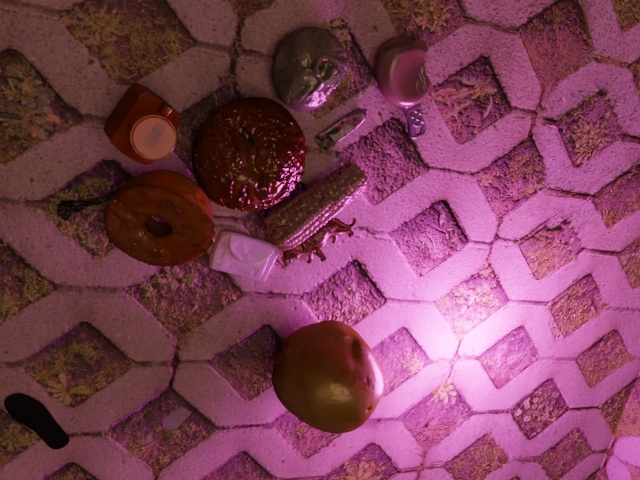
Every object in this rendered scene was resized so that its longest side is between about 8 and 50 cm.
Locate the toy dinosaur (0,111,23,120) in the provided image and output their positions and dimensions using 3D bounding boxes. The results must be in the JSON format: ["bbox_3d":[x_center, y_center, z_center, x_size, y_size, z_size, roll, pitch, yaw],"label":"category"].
[{"bbox_3d":[-0.838,-0.230,1.448,0.392,0.092,0.206,-14,117,-21],"label":"toy dinosaur"}]

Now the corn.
[{"bbox_3d":[-0.007,-0.094,1.882,0.335,0.126,0.127,-33,122,-11],"label":"corn"}]

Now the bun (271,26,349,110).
[{"bbox_3d":[-0.017,-0.427,1.728,0.203,0.126,0.213,-7,115,-20],"label":"bun"}]

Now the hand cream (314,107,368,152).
[{"bbox_3d":[0.061,-0.308,1.875,0.165,0.037,0.057,-37,122,0],"label":"hand cream"}]

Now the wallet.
[{"bbox_3d":[-0.211,0.045,1.897,0.182,0.032,0.124,18,106,-31],"label":"wallet"}]

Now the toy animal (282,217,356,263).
[{"bbox_3d":[0.000,0.000,1.961,0.241,0.057,0.099,-38,122,-5],"label":"toy animal"}]

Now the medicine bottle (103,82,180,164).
[{"bbox_3d":[-0.402,-0.260,1.561,0.112,0.222,0.149,32,95,-32],"label":"medicine bottle"}]

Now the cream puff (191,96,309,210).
[{"bbox_3d":[-0.170,-0.205,1.702,0.302,0.212,0.303,-9,116,-19],"label":"cream puff"}]

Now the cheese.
[{"bbox_3d":[0.243,-0.414,1.885,0.163,0.082,0.287,-28,123,-11],"label":"cheese"}]

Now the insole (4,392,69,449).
[{"bbox_3d":[-0.760,0.487,1.847,0.080,0.003,0.232,-35,122,-7],"label":"insole"}]

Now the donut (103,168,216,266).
[{"bbox_3d":[-0.387,-0.060,1.668,0.277,0.109,0.278,1,138,1],"label":"donut"}]

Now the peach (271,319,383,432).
[{"bbox_3d":[0.016,0.405,2.011,0.315,0.314,0.281,13,138,-30],"label":"peach"}]

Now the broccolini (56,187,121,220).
[{"bbox_3d":[-0.536,-0.098,1.678,0.218,0.042,0.044,-18,119,-19],"label":"broccolini"}]
